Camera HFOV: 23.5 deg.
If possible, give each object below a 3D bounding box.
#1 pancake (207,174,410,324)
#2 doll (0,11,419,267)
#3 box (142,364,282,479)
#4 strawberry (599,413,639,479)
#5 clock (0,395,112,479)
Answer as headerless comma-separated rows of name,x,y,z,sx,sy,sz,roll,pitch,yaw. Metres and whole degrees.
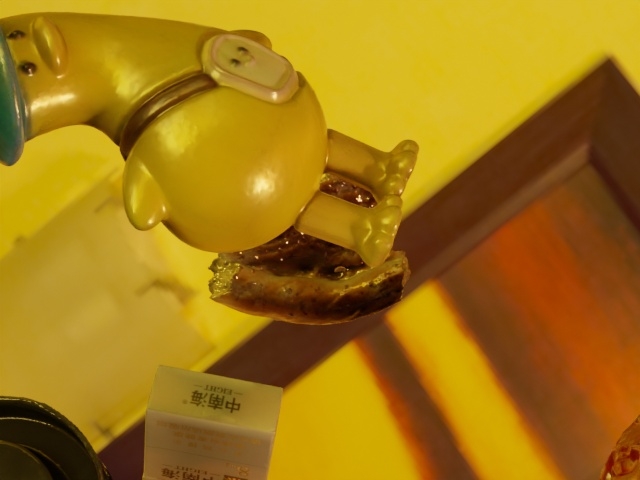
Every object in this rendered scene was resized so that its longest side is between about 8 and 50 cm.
pancake,0.000,0.000,1.998,0.266,0.244,0.057,10,-159,-13
doll,-0.111,-0.090,1.110,0.363,0.145,0.199,21,-128,-4
box,-0.132,0.248,1.848,0.155,0.243,0.067,12,-125,2
strawberry,0.326,0.263,1.188,0.292,0.291,0.310,-101,-3,-57
clock,-0.350,0.308,1.528,0.067,0.325,0.325,62,-177,-49
